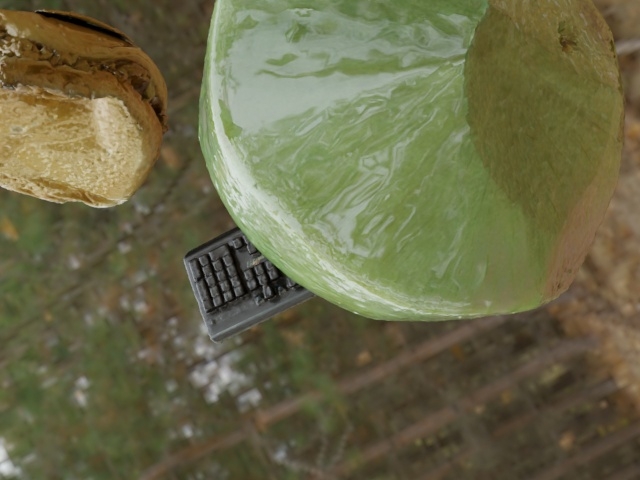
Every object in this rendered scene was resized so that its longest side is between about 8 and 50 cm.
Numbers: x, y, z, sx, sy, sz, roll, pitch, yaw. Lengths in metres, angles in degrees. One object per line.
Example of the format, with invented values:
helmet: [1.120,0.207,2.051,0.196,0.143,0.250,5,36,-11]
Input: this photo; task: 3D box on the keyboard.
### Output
keyboard: [0.000,0.000,1.257,0.093,0.230,0.025,68,-168,22]

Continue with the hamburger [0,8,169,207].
hamburger: [-0.239,-0.113,1.387,0.213,0.214,0.108,61,-156,-57]

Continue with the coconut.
coconut: [0.061,-0.090,1.029,0.328,0.281,0.328,174,90,-80]
